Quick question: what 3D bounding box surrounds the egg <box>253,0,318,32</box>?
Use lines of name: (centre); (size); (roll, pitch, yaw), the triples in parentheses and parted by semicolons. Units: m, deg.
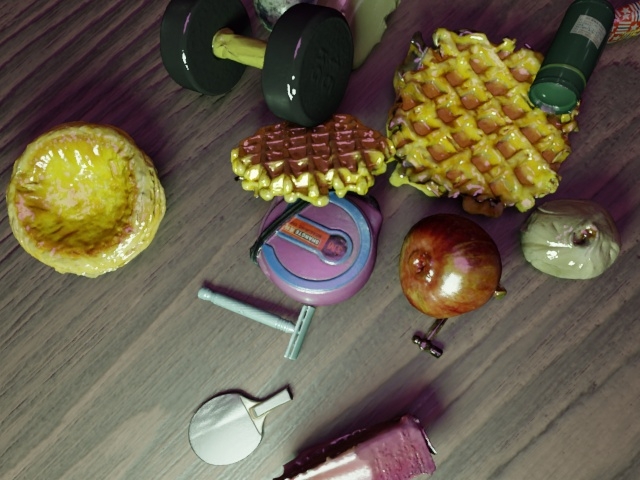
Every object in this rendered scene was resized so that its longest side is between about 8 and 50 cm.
egg: (-0.052, -0.489, 1.047); (0.172, 0.132, 0.132); (-5, 81, -9)

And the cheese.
cheese: (0.060, -0.441, 1.027); (0.091, 0.175, 0.202); (42, 114, 31)

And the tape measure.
tape measure: (0.000, 0.000, 0.972); (0.232, 0.149, 0.245); (27, 77, 10)

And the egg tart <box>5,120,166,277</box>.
egg tart: (-0.452, -0.079, 1.014); (0.319, 0.128, 0.318); (0, 84, 4)

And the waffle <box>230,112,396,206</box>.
waffle: (-0.013, -0.163, 0.933); (0.330, 0.329, 0.062); (-8, 124, 2)

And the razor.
razor: (-0.135, 0.143, 1.000); (0.232, 0.068, 0.105); (19, 83, 11)

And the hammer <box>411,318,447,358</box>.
hammer: (0.252, 0.145, 0.995); (0.065, 0.021, 0.178); (36, 83, 7)

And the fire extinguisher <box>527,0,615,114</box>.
fire extinguisher: (0.491, -0.379, 0.965); (0.118, 0.093, 0.294); (31, 75, -9)

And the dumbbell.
dumbbell: (-0.121, -0.350, 0.954); (0.323, 0.204, 0.203); (22, 83, 25)

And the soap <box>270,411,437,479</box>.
soap: (0.060, 0.404, 0.888); (0.289, 0.182, 0.112); (-25, 79, 5)

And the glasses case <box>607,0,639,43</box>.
glasses case: (0.641, -0.445, 1.029); (0.195, 0.073, 0.049); (-18, 74, 1)

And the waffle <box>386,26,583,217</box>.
waffle: (0.317, -0.238, 1.011); (0.380, 0.095, 0.381); (18, 80, 5)

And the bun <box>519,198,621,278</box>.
bun: (0.474, -0.006, 0.954); (0.173, 0.113, 0.166); (-30, 81, -4)

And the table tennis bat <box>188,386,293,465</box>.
table tennis bat: (-0.154, 0.350, 0.988); (0.221, 0.019, 0.130); (-29, 82, 0)

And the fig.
fig: (0.244, 0.050, 0.931); (0.206, 0.205, 0.205); (0, 82, 3)
